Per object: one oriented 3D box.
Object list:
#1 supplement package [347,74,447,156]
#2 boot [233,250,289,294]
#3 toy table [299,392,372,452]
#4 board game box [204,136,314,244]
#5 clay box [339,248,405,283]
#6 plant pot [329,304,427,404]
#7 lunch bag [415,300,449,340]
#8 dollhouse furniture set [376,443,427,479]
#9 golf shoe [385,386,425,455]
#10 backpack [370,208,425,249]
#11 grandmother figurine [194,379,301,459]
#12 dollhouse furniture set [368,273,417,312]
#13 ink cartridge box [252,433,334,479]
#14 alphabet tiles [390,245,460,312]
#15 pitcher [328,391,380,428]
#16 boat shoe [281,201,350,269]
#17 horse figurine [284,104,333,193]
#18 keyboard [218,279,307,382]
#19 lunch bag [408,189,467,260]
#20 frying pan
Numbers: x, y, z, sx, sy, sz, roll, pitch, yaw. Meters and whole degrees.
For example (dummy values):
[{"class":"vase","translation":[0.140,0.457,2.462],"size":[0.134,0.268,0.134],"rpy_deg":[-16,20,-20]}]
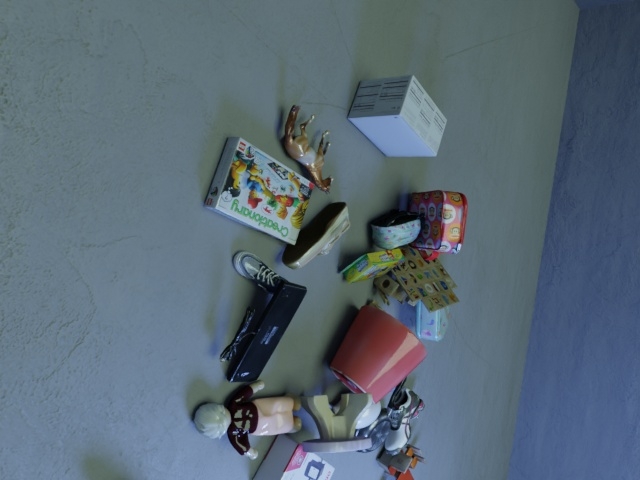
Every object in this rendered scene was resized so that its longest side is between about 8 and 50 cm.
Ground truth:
[{"class":"supplement package","translation":[0.257,-0.401,1.623],"size":[0.262,0.204,0.145],"rpy_deg":[32,72,-46]},{"class":"boot","translation":[-0.150,0.093,1.347],"size":[0.190,0.086,0.069],"rpy_deg":[44,65,-43]},{"class":"toy table","translation":[0.048,0.554,1.504],"size":[0.274,0.253,0.160],"rpy_deg":[35,50,-62]},{"class":"board game box","translation":[-0.154,-0.124,1.328],"size":[0.305,0.053,0.192],"rpy_deg":[26,78,-47]},{"class":"clay box","translation":[0.176,0.088,1.682],"size":[0.222,0.127,0.053],"rpy_deg":[-8,64,-47]},{"class":"plant pot","translation":[0.177,0.396,1.660],"size":[0.243,0.275,0.274],"rpy_deg":[-48,130,-18]},{"class":"lunch bag","translation":[0.458,0.269,2.001],"size":[0.279,0.108,0.223],"rpy_deg":[-24,112,-66]},{"class":"dollhouse furniture set","translation":[0.334,0.960,2.015],"size":[0.262,0.135,0.259],"rpy_deg":[-49,130,-31]},{"class":"golf shoe","translation":[0.318,0.732,2.001],"size":[0.120,0.105,0.272],"rpy_deg":[52,52,-22]},{"class":"backpack","translation":[0.268,-0.042,1.753],"size":[0.182,0.152,0.115],"rpy_deg":[-20,106,-33]},{"class":"grandmother figurine","translation":[-0.198,0.499,1.370],"size":[0.343,0.104,0.207],"rpy_deg":[19,55,-45]},{"class":"dollhouse furniture set","translation":[0.254,0.225,1.849],"size":[0.160,0.101,0.182],"rpy_deg":[-52,137,5]},{"class":"ink cartridge box","translation":[-0.079,0.736,1.537],"size":[0.171,0.100,0.237],"rpy_deg":[-59,134,-23]},{"class":"alphabet tiles","translation":[0.395,0.136,1.876],"size":[0.343,0.011,0.285],"rpy_deg":[-7,57,-48]},{"class":"pitcher","translation":[0.106,0.621,1.714],"size":[0.207,0.126,0.177],"rpy_deg":[-7,108,-37]},{"class":"boat shoe","translation":[0.000,0.000,1.488],"size":[0.302,0.109,0.098],"rpy_deg":[-49,129,-38]},{"class":"horse figurine","translation":[-0.036,-0.273,1.426],"size":[0.263,0.066,0.174],"rpy_deg":[41,61,-46]},{"class":"keyboard","translation":[-0.168,0.247,1.330],"size":[0.202,0.033,0.317],"rpy_deg":[22,98,-55]},{"class":"lunch bag","translation":[0.415,-0.053,1.806],"size":[0.120,0.293,0.257],"rpy_deg":[4,94,-15]},{"class":"frying pan","translation":[0.251,0.693,1.898],"size":[0.326,0.053,0.197],"rpy_deg":[-37,133,-23]}]
